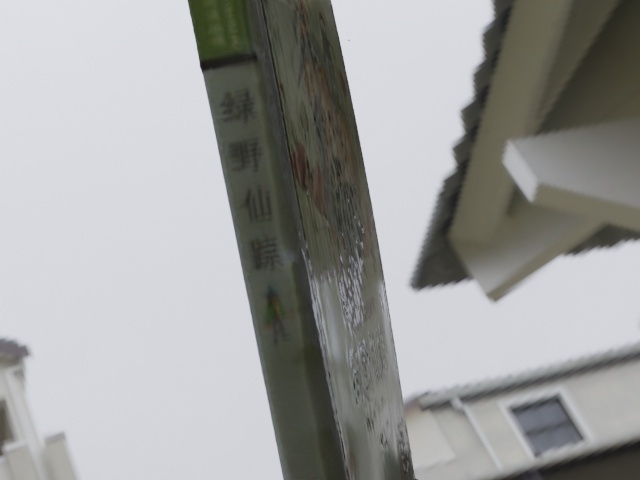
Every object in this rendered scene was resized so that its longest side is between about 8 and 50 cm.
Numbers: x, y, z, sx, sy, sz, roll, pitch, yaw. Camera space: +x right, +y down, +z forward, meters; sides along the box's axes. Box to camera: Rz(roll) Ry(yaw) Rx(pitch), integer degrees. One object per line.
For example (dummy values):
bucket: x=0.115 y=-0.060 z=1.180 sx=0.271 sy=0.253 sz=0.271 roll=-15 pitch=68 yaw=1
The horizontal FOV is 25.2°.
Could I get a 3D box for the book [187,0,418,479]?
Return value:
book: x=0.001 y=0.000 z=0.465 sx=0.026 sy=0.231 sz=0.157 roll=-10 pitch=2 yaw=9
